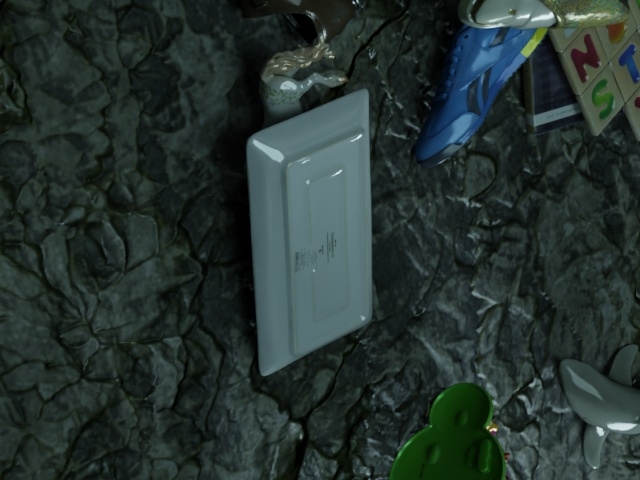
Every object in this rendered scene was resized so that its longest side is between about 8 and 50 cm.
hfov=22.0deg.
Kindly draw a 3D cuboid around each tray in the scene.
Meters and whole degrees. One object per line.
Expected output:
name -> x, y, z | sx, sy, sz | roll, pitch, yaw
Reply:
tray -> 0.000, 0.000, 1.553 | 0.145, 0.030, 0.270 | -25, 129, -30

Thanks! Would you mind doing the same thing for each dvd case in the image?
dvd case -> 0.275, -0.236, 1.748 | 0.164, 0.018, 0.221 | -18, 111, -34

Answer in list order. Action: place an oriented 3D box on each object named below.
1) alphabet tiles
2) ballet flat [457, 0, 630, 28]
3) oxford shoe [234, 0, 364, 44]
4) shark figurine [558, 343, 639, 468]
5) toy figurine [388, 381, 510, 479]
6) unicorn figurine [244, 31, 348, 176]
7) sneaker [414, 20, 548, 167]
alphabet tiles -> 0.335, -0.289, 1.762 | 0.285, 0.011, 0.342 | -47, 127, -24
ballet flat -> 0.138, -0.269, 1.556 | 0.348, 0.123, 0.123 | 31, 82, -23
oxford shoe -> -0.050, -0.249, 1.464 | 0.227, 0.083, 0.096 | 38, 83, -36
shark figurine -> 0.400, 0.180, 1.889 | 0.278, 0.116, 0.166 | -18, 113, -30
toy figurine -> 0.166, 0.263, 1.756 | 0.159, 0.130, 0.173 | 50, 46, -48
unicorn figurine -> -0.027, -0.113, 1.528 | 0.111, 0.060, 0.162 | -26, 124, -19
sneaker -> 0.143, -0.169, 1.642 | 0.082, 0.069, 0.209 | 41, 76, -22
